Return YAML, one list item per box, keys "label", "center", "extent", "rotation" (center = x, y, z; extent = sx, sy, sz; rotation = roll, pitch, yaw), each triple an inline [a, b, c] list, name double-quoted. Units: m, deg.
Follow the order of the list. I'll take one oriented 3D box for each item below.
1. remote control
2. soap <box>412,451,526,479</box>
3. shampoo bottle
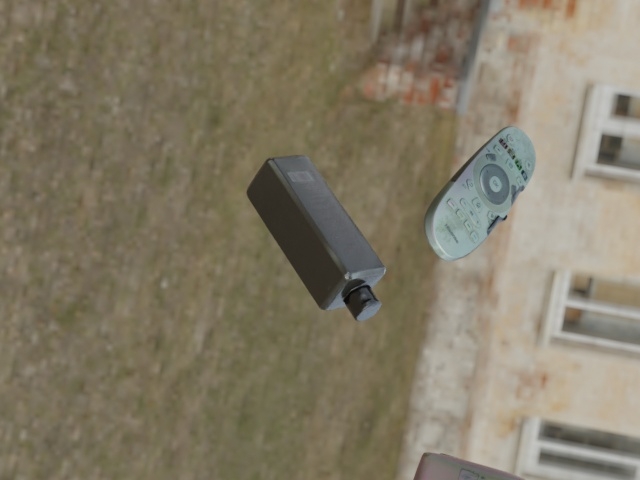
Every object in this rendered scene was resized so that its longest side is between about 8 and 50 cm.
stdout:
- label: "remote control"
  center: [0.217, -0.063, 2.013]
  extent: [0.256, 0.045, 0.097]
  rotation: [-44, 109, -34]
- label: "soap"
  center: [0.160, 0.358, 1.760]
  extent: [0.182, 0.138, 0.199]
  rotation: [50, 58, -77]
- label: "shampoo bottle"
  center: [0.000, 0.000, 1.955]
  extent: [0.080, 0.246, 0.079]
  rotation: [-9, 146, -43]
